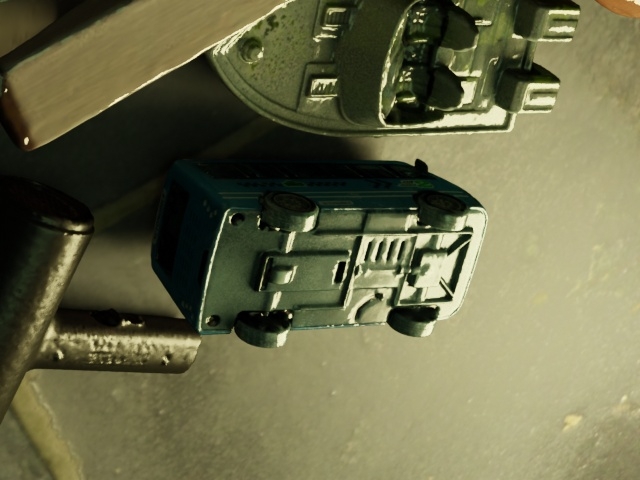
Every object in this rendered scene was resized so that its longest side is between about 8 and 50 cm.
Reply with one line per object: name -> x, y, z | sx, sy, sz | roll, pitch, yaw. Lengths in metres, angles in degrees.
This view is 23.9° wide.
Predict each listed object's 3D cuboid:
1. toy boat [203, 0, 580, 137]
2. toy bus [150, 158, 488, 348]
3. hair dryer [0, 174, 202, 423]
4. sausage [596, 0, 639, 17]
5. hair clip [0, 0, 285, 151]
toy boat -> 0.052, -0.145, 1.147 | 0.320, 0.092, 0.141 | -5, 120, -32
toy bus -> 0.000, 0.000, 1.179 | 0.246, 0.134, 0.113 | -2, 118, -33
hair dryer -> -0.187, 0.064, 1.141 | 0.251, 0.089, 0.197 | 13, 109, -50
sausage -> 0.150, -0.277, 1.135 | 0.433, 0.088, 0.088 | 26, 102, -44
hair clip -> -0.091, -0.180, 1.022 | 0.331, 0.101, 0.085 | -31, 127, -17
